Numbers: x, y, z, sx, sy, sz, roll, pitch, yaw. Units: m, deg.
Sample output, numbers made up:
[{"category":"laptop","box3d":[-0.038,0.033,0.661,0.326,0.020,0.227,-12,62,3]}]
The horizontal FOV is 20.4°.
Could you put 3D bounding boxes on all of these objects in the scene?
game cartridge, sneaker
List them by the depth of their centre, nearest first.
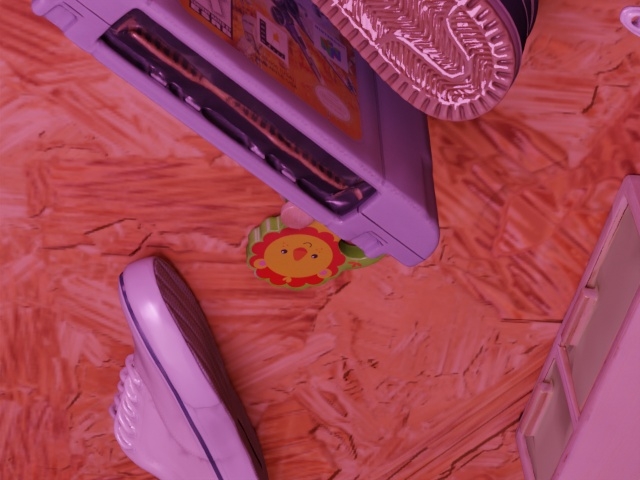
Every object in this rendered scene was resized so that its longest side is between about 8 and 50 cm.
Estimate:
[{"category":"game cartridge","box3d":[-0.045,-0.129,1.017,0.062,0.198,0.297,-33,127,31]},{"category":"sneaker","box3d":[0.025,-0.203,1.044,0.099,0.153,0.282,-37,95,26]},{"category":"sneaker","box3d":[-0.111,0.120,1.292,0.091,0.094,0.258,-17,131,2]}]

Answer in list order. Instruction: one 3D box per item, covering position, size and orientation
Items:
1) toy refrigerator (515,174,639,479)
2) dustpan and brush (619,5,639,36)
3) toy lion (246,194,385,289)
[{"category":"toy refrigerator","box3d":[0.224,0.089,1.299,0.094,0.102,0.269,7,130,-12]},{"category":"dustpan and brush","box3d":[0.274,-0.122,1.150,0.211,0.060,0.147,21,125,-22]},{"category":"toy lion","box3d":[0.000,0.000,1.247,0.100,0.034,0.096,5,137,-11]}]
